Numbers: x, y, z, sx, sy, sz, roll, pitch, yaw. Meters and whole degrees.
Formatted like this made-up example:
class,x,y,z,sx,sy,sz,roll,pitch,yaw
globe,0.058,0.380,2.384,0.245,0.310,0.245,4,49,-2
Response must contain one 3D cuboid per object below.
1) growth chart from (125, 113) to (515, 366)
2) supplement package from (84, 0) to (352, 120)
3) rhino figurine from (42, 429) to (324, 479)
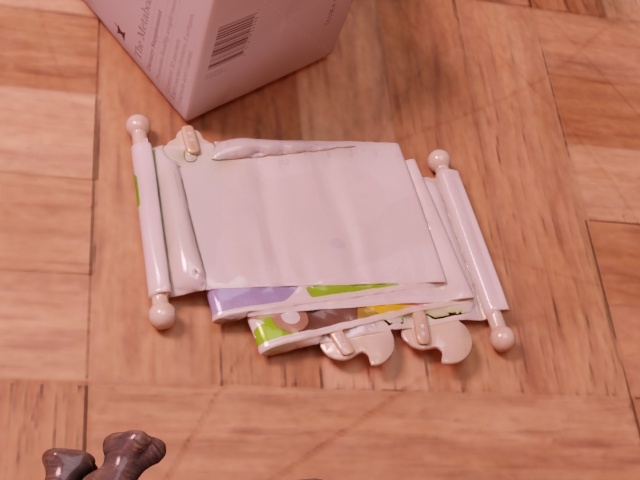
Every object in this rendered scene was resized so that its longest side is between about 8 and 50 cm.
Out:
class,x,y,z,sx,sy,sz,roll,pitch,yaw
growth chart,0.000,0.000,0.651,0.237,0.021,0.172,3,58,-16
supplement package,-0.098,-0.226,0.694,0.134,0.139,0.244,-30,70,-32
rhino figurine,-0.025,0.170,0.502,0.243,0.073,0.106,17,51,-9
